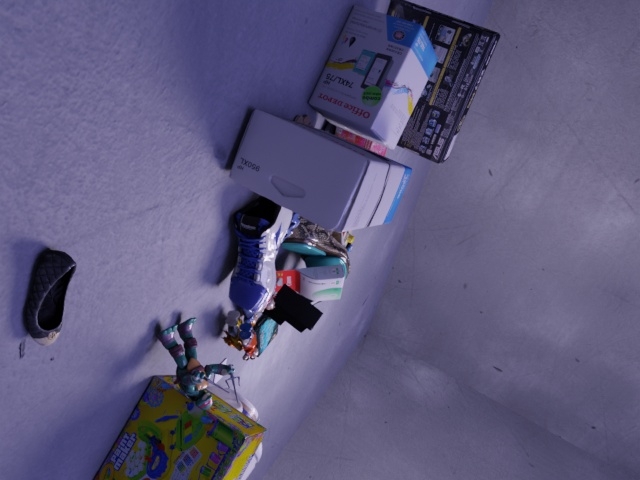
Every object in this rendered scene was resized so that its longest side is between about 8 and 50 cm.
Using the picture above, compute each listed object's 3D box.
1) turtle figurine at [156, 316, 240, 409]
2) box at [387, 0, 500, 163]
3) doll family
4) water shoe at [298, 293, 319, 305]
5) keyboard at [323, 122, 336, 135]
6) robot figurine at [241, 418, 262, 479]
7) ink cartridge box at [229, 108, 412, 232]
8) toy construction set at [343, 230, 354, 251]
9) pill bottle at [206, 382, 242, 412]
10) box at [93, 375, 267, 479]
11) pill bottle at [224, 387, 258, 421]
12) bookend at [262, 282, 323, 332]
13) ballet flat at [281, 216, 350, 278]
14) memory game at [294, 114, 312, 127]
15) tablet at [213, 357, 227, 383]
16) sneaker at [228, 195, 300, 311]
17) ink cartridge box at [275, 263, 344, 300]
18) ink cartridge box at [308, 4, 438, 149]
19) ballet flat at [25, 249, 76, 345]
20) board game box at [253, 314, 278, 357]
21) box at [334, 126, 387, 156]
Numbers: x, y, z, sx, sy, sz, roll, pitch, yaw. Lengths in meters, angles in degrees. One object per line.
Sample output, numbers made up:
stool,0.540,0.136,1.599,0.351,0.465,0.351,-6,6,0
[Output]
turtle figurine,-0.281,0.299,1.189,0.118,0.234,0.175,-29,176,3
box,0.303,-0.470,1.557,0.097,0.318,0.394,-40,151,-55
doll family,-0.215,0.225,1.507,0.163,0.118,0.263,86,17,-50
water shoe,-0.048,0.216,1.844,0.203,0.073,0.080,-24,159,20
keyboard,0.042,-0.299,1.552,0.317,0.033,0.201,-61,158,0
robot figurine,-0.335,0.758,1.771,0.300,0.199,0.353,-21,-158,48
ink cartridge box,0.021,-0.157,1.218,0.166,0.285,0.395,-68,162,13
toy construction set,0.082,-0.027,1.921,0.327,0.151,0.215,-52,164,5
pill bottle,-0.359,0.567,1.464,0.301,0.169,0.169,-61,163,-1
box,-0.337,0.528,1.274,0.290,0.279,0.177,-60,163,-6
pill bottle,-0.332,0.619,1.653,0.264,0.153,0.153,-51,160,-32
bookend,-0.094,0.234,1.680,0.072,0.157,0.156,-52,180,-30
ballet flat,0.000,0.000,1.650,0.483,0.164,0.182,49,47,-64
memory game,-0.074,-0.235,1.337,0.186,0.012,0.186,-53,162,-26
tablet,-0.315,0.413,1.636,0.054,0.006,0.083,-41,153,-50
sneaker,-0.166,0.009,1.283,0.315,0.127,0.182,-69,160,-2
ink cartridge box,-0.042,0.144,1.658,0.181,0.225,0.056,95,-13,-63
ink cartridge box,0.139,-0.411,1.341,0.270,0.198,0.197,-64,156,5
ballet flat,-0.408,0.094,0.788,0.057,0.049,0.173,-31,144,-59
board game box,-0.189,0.312,1.819,0.126,0.026,0.186,-48,158,-38
box,0.104,-0.222,1.566,0.123,0.128,0.256,-35,147,-49
